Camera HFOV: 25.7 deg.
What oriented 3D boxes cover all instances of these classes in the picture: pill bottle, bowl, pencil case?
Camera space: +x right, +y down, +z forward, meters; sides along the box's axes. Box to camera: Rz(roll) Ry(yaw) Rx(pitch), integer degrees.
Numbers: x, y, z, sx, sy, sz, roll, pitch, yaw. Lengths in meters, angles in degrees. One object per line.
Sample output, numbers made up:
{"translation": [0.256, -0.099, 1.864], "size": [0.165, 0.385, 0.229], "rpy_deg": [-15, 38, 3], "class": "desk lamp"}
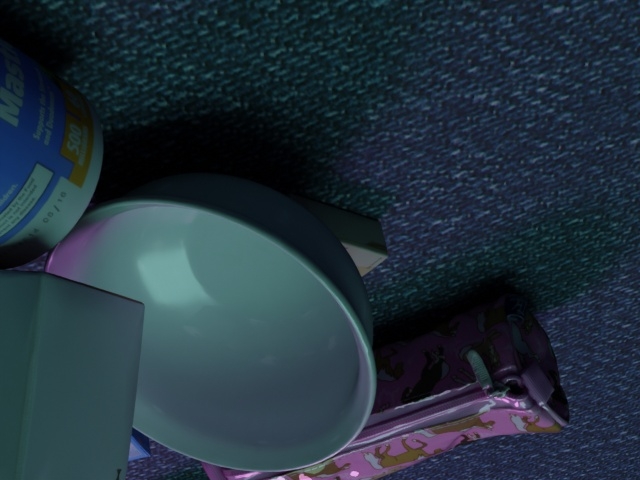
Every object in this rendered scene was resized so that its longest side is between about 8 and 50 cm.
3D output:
{"translation": [-0.285, -0.094, 0.933], "size": [0.152, 0.152, 0.272], "rpy_deg": [-25, 147, 22], "class": "pill bottle"}
{"translation": [-0.075, 0.048, 1.203], "size": [0.298, 0.134, 0.298], "rpy_deg": [13, 132, 15], "class": "bowl"}
{"translation": [0.066, 0.185, 1.509], "size": [0.386, 0.160, 0.167], "rpy_deg": [-20, 140, 16], "class": "pencil case"}

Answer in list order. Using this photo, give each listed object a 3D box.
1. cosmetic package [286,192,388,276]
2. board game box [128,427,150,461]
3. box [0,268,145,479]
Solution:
{"translation": [0.000, 0.000, 1.291], "size": [0.115, 0.041, 0.060], "rpy_deg": [16, 140, -37], "class": "cosmetic package"}
{"translation": [-0.315, 0.222, 1.557], "size": [0.211, 0.039, 0.160], "rpy_deg": [-15, 149, 5], "class": "board game box"}
{"translation": [-0.337, 0.105, 1.074], "size": [0.345, 0.168, 0.215], "rpy_deg": [4, 172, 12], "class": "box"}
